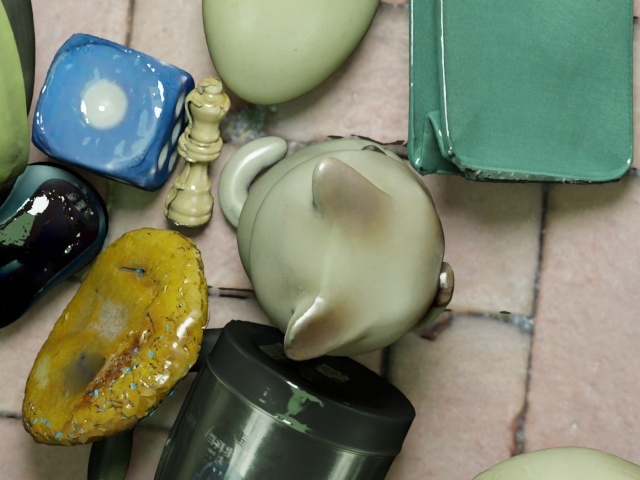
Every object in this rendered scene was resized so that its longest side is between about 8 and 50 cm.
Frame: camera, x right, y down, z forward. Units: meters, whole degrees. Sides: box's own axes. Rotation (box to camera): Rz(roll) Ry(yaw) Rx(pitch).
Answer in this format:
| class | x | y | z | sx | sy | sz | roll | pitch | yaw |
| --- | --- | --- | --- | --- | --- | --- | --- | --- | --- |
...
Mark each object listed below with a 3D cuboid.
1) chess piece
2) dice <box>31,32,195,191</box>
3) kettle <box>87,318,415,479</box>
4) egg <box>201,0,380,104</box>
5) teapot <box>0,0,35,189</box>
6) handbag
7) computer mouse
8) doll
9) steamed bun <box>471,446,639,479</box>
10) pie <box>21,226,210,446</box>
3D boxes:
| class | x | y | z | sx | sy | sz | roll | pitch | yaw |
| --- | --- | --- | --- | --- | --- | --- | --- | --- | --- |
| chess piece | -0.133 | -0.100 | 1.590 | 0.060 | 0.060 | 0.172 | 15 | 122 | 4 |
| dice | -0.225 | -0.138 | 1.589 | 0.146 | 0.146 | 0.143 | 20 | 92 | 4 |
| kettle | -0.103 | 0.260 | 1.565 | 0.321 | 0.228 | 0.324 | 27 | 99 | 13 |
| egg | -0.032 | -0.266 | 1.547 | 0.188 | 0.188 | 0.254 | 20 | 100 | 4 |
| teapot | -0.378 | -0.172 | 1.543 | 0.321 | 0.239 | 0.239 | -6 | 103 | 33 |
| handbag | 0.206 | -0.192 | 1.528 | 0.268 | 0.100 | 0.274 | -1 | 87 | -32 |
| computer mouse | -0.342 | 0.015 | 1.609 | 0.233 | 0.096 | 0.137 | -37 | 109 | 12 |
| doll | 0.023 | 0.004 | 1.494 | 0.226 | 0.370 | 0.215 | 14 | 96 | -14 |
| steamed bun | 0.271 | 0.382 | 1.525 | 0.333 | 0.233 | 0.312 | 13 | 94 | 3 |
| pie | -0.220 | 0.108 | 1.562 | 0.069 | 0.273 | 0.273 | 35 | 95 | -35 |
